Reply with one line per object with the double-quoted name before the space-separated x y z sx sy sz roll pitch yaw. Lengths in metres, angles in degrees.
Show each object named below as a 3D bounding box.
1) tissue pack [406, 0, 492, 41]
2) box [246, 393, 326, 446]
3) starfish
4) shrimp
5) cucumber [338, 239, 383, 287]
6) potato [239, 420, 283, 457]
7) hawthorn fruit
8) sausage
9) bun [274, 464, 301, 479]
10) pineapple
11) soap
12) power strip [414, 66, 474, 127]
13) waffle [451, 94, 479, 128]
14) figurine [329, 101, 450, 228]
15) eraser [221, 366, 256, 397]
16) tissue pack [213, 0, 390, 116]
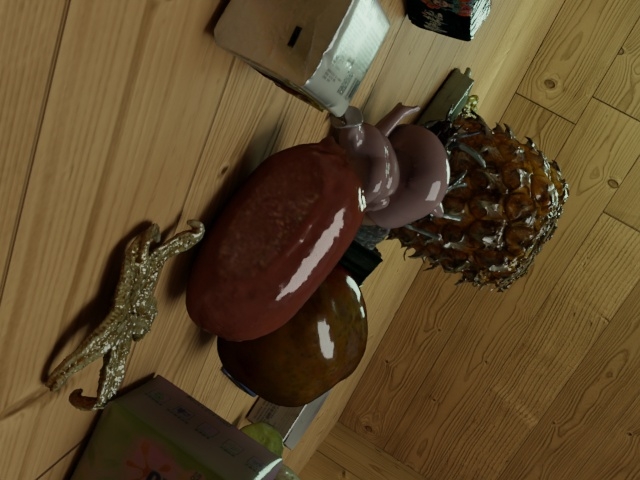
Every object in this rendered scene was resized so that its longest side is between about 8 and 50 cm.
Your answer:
"tissue pack" 0.169 -0.331 1.104 0.090 0.103 0.170 -66 169 -2
"box" -0.054 0.348 1.879 0.203 0.106 0.251 -57 168 -13
"starfish" -0.170 0.063 0.790 0.209 0.053 0.150 -55 173 -27
"shrimp" 0.145 -0.083 1.484 0.166 0.221 0.410 -6 150 -46
"cucumber" 0.027 0.049 1.440 0.116 0.115 0.062 -57 172 4
"potato" -0.177 0.487 1.647 0.298 0.141 0.176 -63 -177 -18
"hawthorn fruit" -0.040 0.091 1.119 0.208 0.208 0.248 -50 149 -38
"sausage" -0.045 -0.002 0.934 0.254 0.148 0.148 -56 168 -13
"bun" -0.156 0.525 1.322 0.365 0.219 0.365 -25 -166 7
"pineapple" 0.316 -0.064 1.703 0.352 0.300 0.352 -48 163 -21
"soap" -0.176 0.288 0.975 0.182 0.199 0.138 -61 165 11
"power strip" 0.244 -0.257 1.735 0.288 0.053 0.093 -53 168 -23
"waffle" 0.314 -0.237 2.084 0.291 0.051 0.291 -57 169 -18
"figurine" 0.071 -0.103 1.237 0.186 0.176 0.287 -18 172 32
"eraser" -0.116 0.213 1.442 0.082 0.036 0.225 -57 168 -13
"tissue pack" -0.011 -0.180 0.723 0.106 0.099 0.149 -62 168 5
